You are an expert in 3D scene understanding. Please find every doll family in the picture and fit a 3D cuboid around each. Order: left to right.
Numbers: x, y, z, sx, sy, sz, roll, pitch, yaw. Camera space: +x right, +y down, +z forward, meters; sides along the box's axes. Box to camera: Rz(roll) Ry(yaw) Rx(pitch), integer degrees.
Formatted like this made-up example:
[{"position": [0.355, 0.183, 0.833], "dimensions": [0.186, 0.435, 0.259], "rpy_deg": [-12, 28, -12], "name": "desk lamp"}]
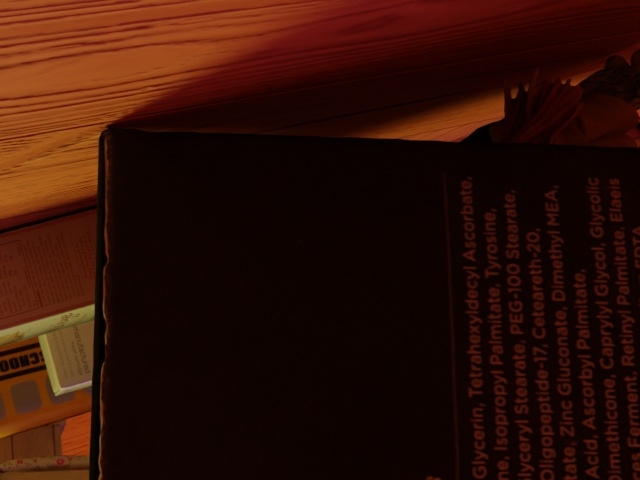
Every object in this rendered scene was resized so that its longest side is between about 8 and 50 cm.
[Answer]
[{"position": [0.129, -0.055, 1.066], "dimensions": [0.163, 0.118, 0.263], "rpy_deg": [-36, -167, -36], "name": "doll family"}]

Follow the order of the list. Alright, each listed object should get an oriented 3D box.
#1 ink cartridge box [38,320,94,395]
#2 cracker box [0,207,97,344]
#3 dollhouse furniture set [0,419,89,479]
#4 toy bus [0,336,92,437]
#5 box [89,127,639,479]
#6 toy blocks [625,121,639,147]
[{"position": [-0.152, 0.050, 1.294], "dimensions": [0.150, 0.109, 0.063], "rpy_deg": [-16, 174, -16], "name": "ink cartridge box"}, {"position": [-0.220, 0.037, 1.109], "dimensions": [0.232, 0.067, 0.155], "rpy_deg": [-15, 176, -16], "name": "cracker box"}, {"position": [-0.283, 0.192, 1.515], "dimensions": [0.303, 0.174, 0.355], "rpy_deg": [0, 151, -19], "name": "dollhouse furniture set"}, {"position": [-0.350, 0.125, 1.394], "dimensions": [0.332, 0.130, 0.108], "rpy_deg": [-15, 176, -34], "name": "toy bus"}, {"position": [0.100, 0.157, 0.965], "dimensions": [0.471, 0.297, 0.480], "rpy_deg": [0, 161, -8], "name": "box"}, {"position": [0.277, 0.054, 1.480], "dimensions": [0.309, 0.260, 0.288], "rpy_deg": [-13, 147, -53], "name": "toy blocks"}]
